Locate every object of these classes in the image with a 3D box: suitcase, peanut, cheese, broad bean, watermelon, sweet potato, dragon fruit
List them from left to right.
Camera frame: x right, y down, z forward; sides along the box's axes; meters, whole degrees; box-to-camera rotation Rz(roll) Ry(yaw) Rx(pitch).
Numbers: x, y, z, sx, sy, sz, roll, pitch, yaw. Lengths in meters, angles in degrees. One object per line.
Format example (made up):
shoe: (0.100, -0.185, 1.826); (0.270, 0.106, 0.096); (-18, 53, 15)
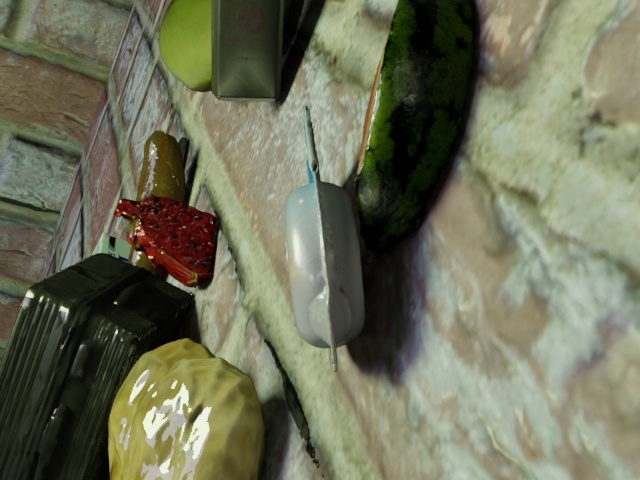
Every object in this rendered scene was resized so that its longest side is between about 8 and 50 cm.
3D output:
suitcase: (-0.295, 0.197, 1.102); (0.229, 0.152, 0.335); (-54, -14, -77)
sweet potato: (-0.232, -0.035, 1.350); (0.077, 0.077, 0.244); (158, 118, -64)
dragon fruit: (-0.193, 0.004, 1.138); (0.063, 0.131, 0.097); (126, 160, -50)
peanut: (-0.126, 0.189, 0.835); (0.233, 0.110, 0.197); (-163, 85, -70)
broad bean: (-0.124, -0.279, 1.193); (0.263, 0.121, 0.189); (-16, 51, 63)
cheese: (0.000, 0.000, 0.705); (0.245, 0.052, 0.135); (-97, 2, -57)
watermelon: (0.063, -0.108, 0.684); (0.119, 0.063, 0.245); (128, 154, -72)

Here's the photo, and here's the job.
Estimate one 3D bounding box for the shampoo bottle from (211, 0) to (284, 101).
shampoo bottle: (-0.079, -0.279, 1.021); (0.079, 0.080, 0.246); (-105, 16, -63)

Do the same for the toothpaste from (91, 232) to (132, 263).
toothpaste: (-0.317, 0.132, 1.405); (0.067, 0.081, 0.336); (-55, 27, 38)

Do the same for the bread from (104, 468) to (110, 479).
bread: (-0.200, 0.285, 1.010); (0.156, 0.064, 0.117); (-32, 41, 62)

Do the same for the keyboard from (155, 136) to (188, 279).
keyboard: (-0.244, -0.033, 1.446); (0.106, 0.016, 0.262); (-42, 36, 54)
